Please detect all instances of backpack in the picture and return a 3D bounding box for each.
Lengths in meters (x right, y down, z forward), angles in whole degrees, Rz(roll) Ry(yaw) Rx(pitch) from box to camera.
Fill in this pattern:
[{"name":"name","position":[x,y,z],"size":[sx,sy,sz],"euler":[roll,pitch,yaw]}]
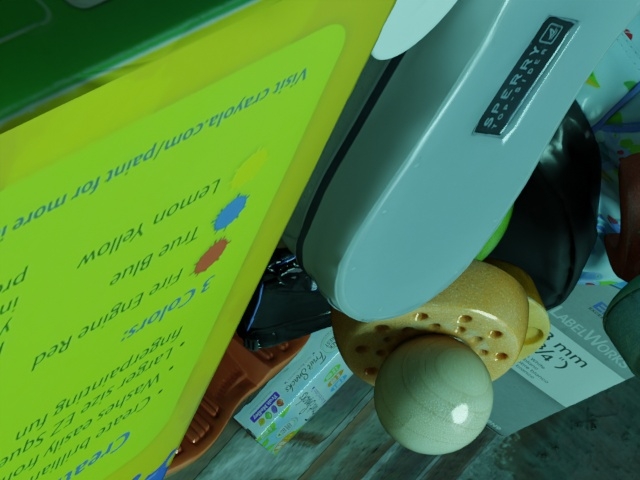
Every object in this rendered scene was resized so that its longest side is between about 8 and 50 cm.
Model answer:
[{"name":"backpack","position":[0.000,0.000,1.120],"size":[0.114,0.084,0.105],"euler":[-15,154,-18]},{"name":"backpack","position":[0.215,-0.131,1.164],"size":[0.355,0.273,0.290],"euler":[-54,163,-21]}]

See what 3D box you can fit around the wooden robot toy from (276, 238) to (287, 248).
[{"name":"wooden robot toy","position":[-0.035,-0.019,1.016],"size":[0.173,0.079,0.076],"euler":[-24,152,-56]}]

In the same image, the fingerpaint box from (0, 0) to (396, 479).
[{"name":"fingerpaint box","position":[-0.221,0.062,0.538],"size":[0.445,0.163,0.371],"euler":[-32,158,-41]}]

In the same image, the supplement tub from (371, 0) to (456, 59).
[{"name":"supplement tub","position":[0.007,-0.133,0.780],"size":[0.071,0.107,0.071],"euler":[-44,165,-15]}]

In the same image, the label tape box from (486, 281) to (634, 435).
[{"name":"label tape box","position":[0.235,-0.015,1.406],"size":[0.334,0.106,0.240],"euler":[-35,-158,52]}]

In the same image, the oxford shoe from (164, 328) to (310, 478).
[{"name":"oxford shoe","position":[-0.105,0.105,1.117],"size":[0.271,0.097,0.098],"euler":[-28,162,-51]}]

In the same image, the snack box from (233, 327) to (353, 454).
[{"name":"snack box","position":[-0.006,0.103,1.492],"size":[0.141,0.037,0.100],"euler":[-46,164,-5]}]

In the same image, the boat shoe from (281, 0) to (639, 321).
[{"name":"boat shoe","position":[0.077,-0.149,0.875],"size":[0.136,0.156,0.367],"euler":[6,123,-48]}]

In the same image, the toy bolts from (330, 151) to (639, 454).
[{"name":"toy bolts","position":[0.125,0.062,1.013],"size":[0.229,0.158,0.218],"euler":[-5,147,4]}]
